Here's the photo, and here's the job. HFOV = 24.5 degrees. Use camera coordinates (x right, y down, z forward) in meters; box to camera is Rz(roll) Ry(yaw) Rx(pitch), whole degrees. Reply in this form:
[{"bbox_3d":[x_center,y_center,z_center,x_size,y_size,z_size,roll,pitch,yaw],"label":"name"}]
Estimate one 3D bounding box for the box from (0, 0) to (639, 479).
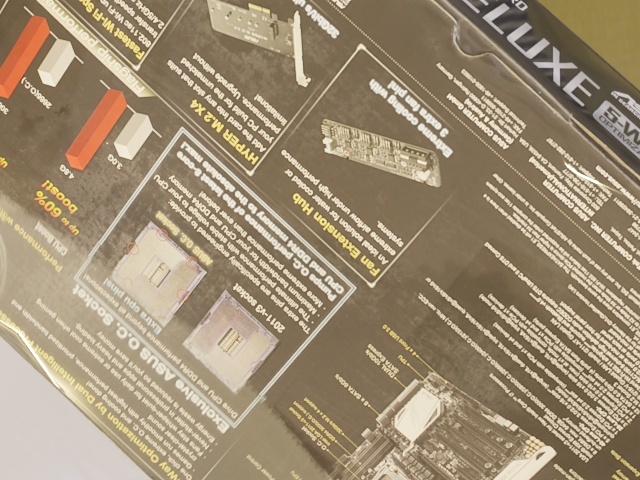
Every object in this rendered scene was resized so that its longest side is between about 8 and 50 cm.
[{"bbox_3d":[0.000,0.000,0.578,0.307,0.076,0.242,42,120,5],"label":"box"}]
